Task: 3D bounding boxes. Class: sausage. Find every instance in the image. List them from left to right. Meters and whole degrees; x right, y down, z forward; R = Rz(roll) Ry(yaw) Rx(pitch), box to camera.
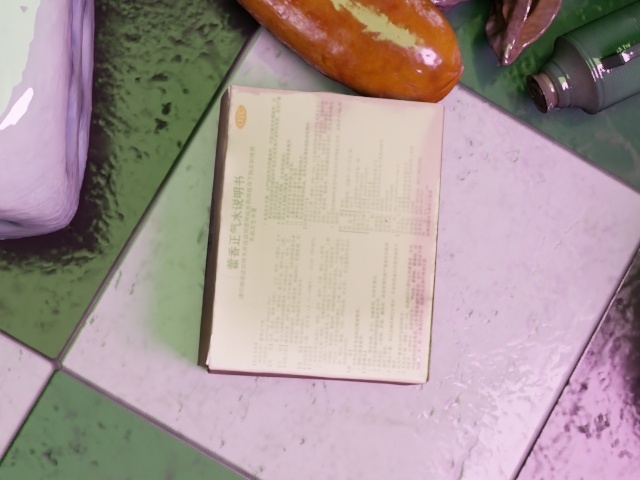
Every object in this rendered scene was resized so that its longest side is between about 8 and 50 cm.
[{"bbox_3d":[-0.004,-0.201,0.993,0.270,0.109,0.109,42,82,1],"label":"sausage"}]

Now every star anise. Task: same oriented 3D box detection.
[{"bbox_3d":[0.156,-0.260,1.030,0.212,0.073,0.197,-33,92,-11],"label":"star anise"}]

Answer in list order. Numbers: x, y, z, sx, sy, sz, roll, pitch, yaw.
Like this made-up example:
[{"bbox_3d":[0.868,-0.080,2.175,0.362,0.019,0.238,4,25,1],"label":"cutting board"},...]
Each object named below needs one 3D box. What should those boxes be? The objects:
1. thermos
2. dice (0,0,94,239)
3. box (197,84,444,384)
[{"bbox_3d":[0.256,-0.151,1.026,0.188,0.083,0.073,-26,129,-6],"label":"thermos"},{"bbox_3d":[-0.291,-0.142,0.875,0.263,0.264,0.268,3,83,-6],"label":"dice"},{"bbox_3d":[0.000,0.000,0.975,0.168,0.095,0.212,5,83,-7],"label":"box"}]
